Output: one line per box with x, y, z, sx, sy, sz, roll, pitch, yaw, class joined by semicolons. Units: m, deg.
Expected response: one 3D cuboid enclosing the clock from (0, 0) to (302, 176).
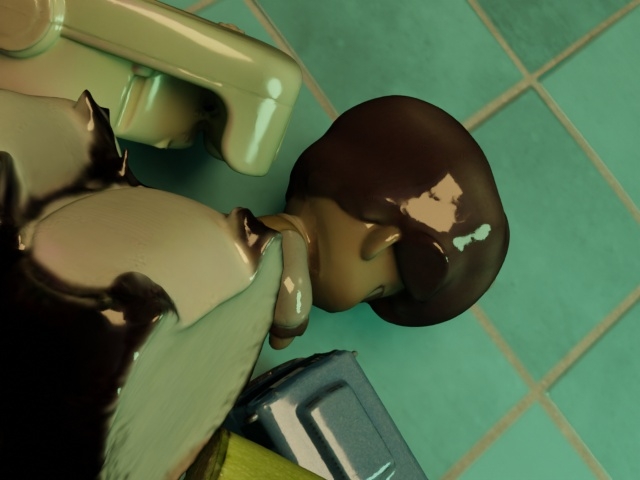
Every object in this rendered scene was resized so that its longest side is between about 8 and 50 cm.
-0.186;-0.156;0.986;0.324;0.265;0.109;18;100;-14;clock

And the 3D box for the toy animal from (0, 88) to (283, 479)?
-0.208;0.023;0.807;0.310;0.251;0.251;30;55;19;toy animal

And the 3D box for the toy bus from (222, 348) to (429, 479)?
0.019;0.208;1.004;0.116;0.133;0.234;-29;87;-31;toy bus

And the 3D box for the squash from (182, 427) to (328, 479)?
0.008;0.243;0.869;0.247;0.132;0.132;29;60;-8;squash

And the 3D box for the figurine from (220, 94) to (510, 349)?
0.005;0.019;1.034;0.365;0.218;0.206;-32;89;-27;figurine
